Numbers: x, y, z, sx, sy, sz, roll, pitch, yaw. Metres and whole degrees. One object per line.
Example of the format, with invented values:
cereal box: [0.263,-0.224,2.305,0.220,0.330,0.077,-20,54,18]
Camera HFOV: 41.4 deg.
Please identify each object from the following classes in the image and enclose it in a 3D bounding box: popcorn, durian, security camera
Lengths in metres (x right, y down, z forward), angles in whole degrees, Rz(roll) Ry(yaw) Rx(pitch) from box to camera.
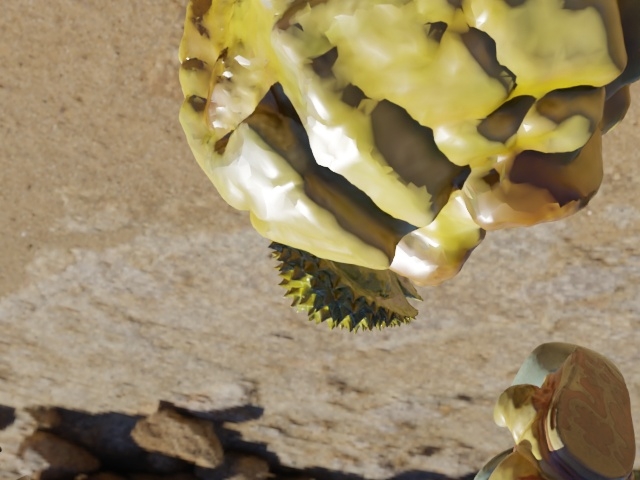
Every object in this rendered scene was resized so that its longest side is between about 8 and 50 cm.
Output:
popcorn: [0.038,-0.129,0.446,0.265,0.225,0.332,-4,108,46]
durian: [0.000,0.000,0.766,0.102,0.208,0.146,-40,134,23]
security camera: [0.306,0.283,1.192,0.157,0.301,0.080,17,-164,-21]

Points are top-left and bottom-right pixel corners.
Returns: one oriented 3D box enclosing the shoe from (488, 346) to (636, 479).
shoe: [0.119,0.104,0.415,0.072,0.109,0.069,28,126,-11]

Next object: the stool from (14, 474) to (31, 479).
stool: [-0.252,0.351,0.681,0.264,0.179,0.179,59,149,5]

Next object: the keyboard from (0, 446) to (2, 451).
keyboard: [-0.380,0.133,0.846,0.094,0.025,0.230,34,146,42]
